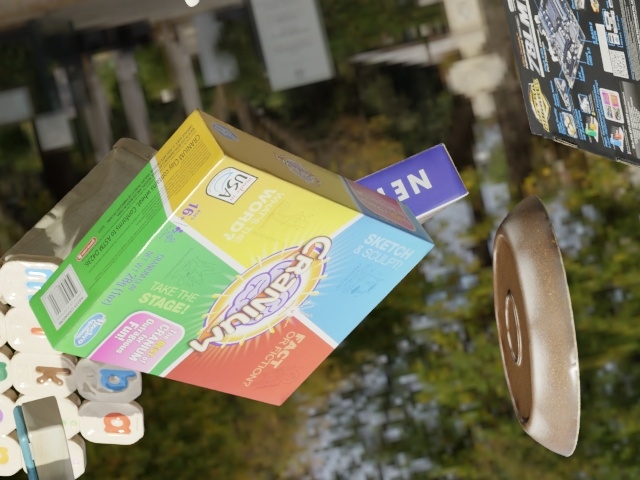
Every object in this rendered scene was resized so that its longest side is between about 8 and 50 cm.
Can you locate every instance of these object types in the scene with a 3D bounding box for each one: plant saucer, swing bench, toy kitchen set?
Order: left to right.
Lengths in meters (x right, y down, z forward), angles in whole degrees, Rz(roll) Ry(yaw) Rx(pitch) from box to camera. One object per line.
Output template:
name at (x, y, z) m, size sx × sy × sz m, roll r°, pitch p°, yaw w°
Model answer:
toy kitchen set at (-0.305, 0.271, 1.505) m, size 0.166 × 0.122 × 0.207 m, roll -13°, pitch -145°, yaw -12°
swing bench at (-0.298, 0.015, 2.092) m, size 0.253 × 0.165 × 0.254 m, roll -46°, pitch 174°, yaw -22°
plant saucer at (0.247, 0.101, 1.874) m, size 0.050 × 0.310 × 0.310 m, roll -6°, pitch -174°, yaw -2°

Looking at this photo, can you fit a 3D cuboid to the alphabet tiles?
alphabet tiles at (-0.327, 0.137, 1.697) m, size 0.278 × 0.284 × 0.021 m, roll 3°, pitch -149°, yaw 4°

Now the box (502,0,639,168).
box at (0.277, -0.229, 1.601) m, size 0.073 × 0.295 × 0.293 m, roll -19°, pitch -162°, yaw -15°

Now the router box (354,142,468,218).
router box at (0.000, 0.000, 2.236) m, size 0.335 × 0.082 × 0.301 m, roll -24°, pitch 174°, yaw -25°

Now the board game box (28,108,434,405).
board game box at (-0.074, 0.028, 1.475) m, size 0.242 × 0.064 × 0.316 m, roll -47°, pitch 143°, yaw 18°

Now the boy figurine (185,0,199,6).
boy figurine at (-0.135, -0.351, 1.784) m, size 0.285 × 0.177 × 0.092 m, roll -11°, pitch 165°, yaw 13°
